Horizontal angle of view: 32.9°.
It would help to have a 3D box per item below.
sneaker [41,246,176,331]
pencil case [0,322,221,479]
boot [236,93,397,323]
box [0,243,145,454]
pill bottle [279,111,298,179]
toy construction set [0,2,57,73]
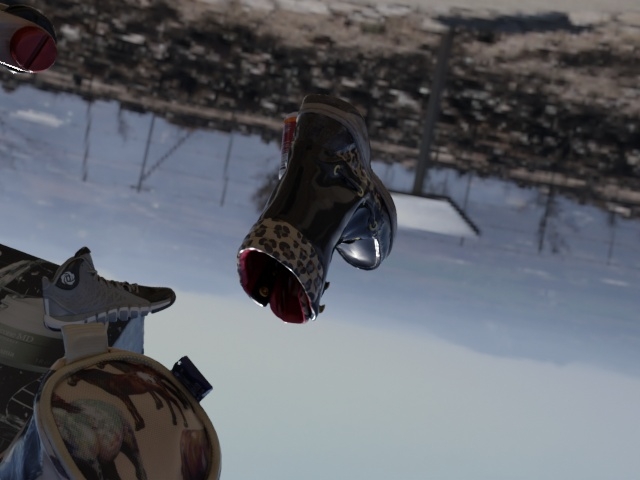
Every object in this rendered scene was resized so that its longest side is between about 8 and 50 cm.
[{"bbox_3d":[-0.362,0.071,1.840,0.228,0.132,0.086,-10,-174,-22],"label":"sneaker"},{"bbox_3d":[-0.247,0.245,0.971,0.159,0.184,0.410,4,145,-39],"label":"pencil case"},{"bbox_3d":[0.000,0.000,1.643,0.138,0.284,0.377,13,148,20],"label":"boot"},{"bbox_3d":[-0.638,0.270,1.985,0.479,0.472,0.297,19,132,8],"label":"box"},{"bbox_3d":[-0.027,-0.141,1.891,0.086,0.152,0.086,4,168,1],"label":"pill bottle"},{"bbox_3d":[-0.369,-0.130,0.842,0.237,0.257,0.309,46,-162,-35],"label":"toy construction set"}]
